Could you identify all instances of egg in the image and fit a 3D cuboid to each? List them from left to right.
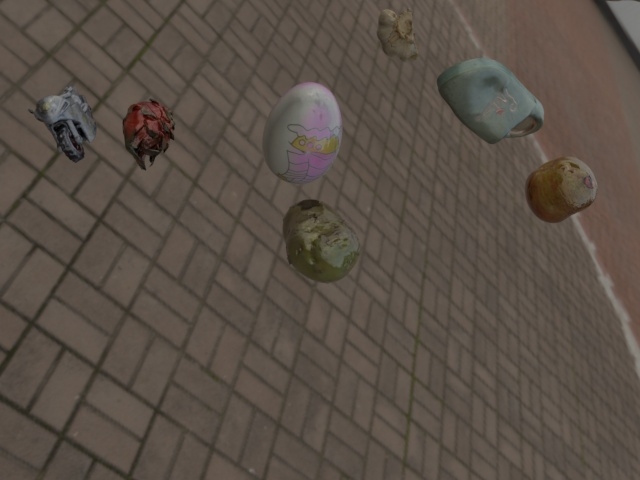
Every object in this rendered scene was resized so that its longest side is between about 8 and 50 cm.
[{"bbox_3d":[-0.039,-0.256,1.672,0.196,0.271,0.196,12,58,-20],"label":"egg"}]

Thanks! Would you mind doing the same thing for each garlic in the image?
[{"bbox_3d":[0.148,-0.393,1.330,0.113,0.074,0.094,59,2,-16],"label":"garlic"}]

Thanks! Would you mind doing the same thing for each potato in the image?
[{"bbox_3d":[0.000,0.000,1.538,0.165,0.165,0.262,43,9,-23],"label":"potato"}]

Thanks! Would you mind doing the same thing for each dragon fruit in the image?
[{"bbox_3d":[-0.373,-0.237,1.507,0.130,0.121,0.142,66,30,-45],"label":"dragon fruit"}]

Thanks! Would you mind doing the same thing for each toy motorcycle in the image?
[{"bbox_3d":[-0.470,-0.229,1.276,0.215,0.080,0.123,-107,173,-57],"label":"toy motorcycle"}]

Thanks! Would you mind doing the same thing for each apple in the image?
[{"bbox_3d":[0.420,-0.091,1.217,0.102,0.126,0.126,60,34,-1],"label":"apple"}]

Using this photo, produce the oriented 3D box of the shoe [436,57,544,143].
[{"bbox_3d":[0.232,-0.167,0.901,0.195,0.079,0.078,16,56,-43],"label":"shoe"}]
